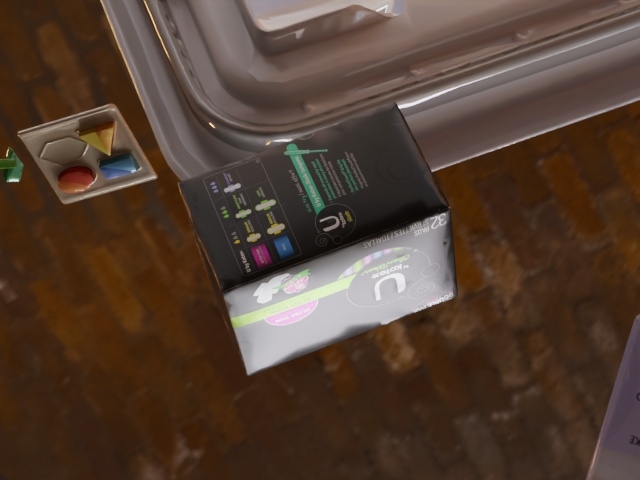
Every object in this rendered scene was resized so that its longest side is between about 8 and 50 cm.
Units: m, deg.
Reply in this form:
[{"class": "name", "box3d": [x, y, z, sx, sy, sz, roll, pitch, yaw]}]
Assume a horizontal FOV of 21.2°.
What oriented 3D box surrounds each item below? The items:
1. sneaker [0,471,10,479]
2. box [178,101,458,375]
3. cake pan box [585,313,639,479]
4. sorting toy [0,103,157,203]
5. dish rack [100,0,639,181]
[{"class": "sneaker", "box3d": [-0.099, 0.192, 0.502, 0.098, 0.135, 0.276, -12, -86, -5]}, {"class": "box", "box3d": [0.000, 0.000, 0.606, 0.083, 0.062, 0.052, -21, -123, -6]}, {"class": "cake pan box", "box3d": [0.183, 0.170, 0.488, 0.267, 0.070, 0.245, 17, -91, 34]}, {"class": "sorting toy", "box3d": [-0.137, -0.041, 0.922, 0.083, 0.012, 0.062, -15, -44, 14]}, {"class": "dish rack", "box3d": [0.057, -0.178, 0.726, 0.333, 0.072, 0.285, -20, -116, -7]}]
